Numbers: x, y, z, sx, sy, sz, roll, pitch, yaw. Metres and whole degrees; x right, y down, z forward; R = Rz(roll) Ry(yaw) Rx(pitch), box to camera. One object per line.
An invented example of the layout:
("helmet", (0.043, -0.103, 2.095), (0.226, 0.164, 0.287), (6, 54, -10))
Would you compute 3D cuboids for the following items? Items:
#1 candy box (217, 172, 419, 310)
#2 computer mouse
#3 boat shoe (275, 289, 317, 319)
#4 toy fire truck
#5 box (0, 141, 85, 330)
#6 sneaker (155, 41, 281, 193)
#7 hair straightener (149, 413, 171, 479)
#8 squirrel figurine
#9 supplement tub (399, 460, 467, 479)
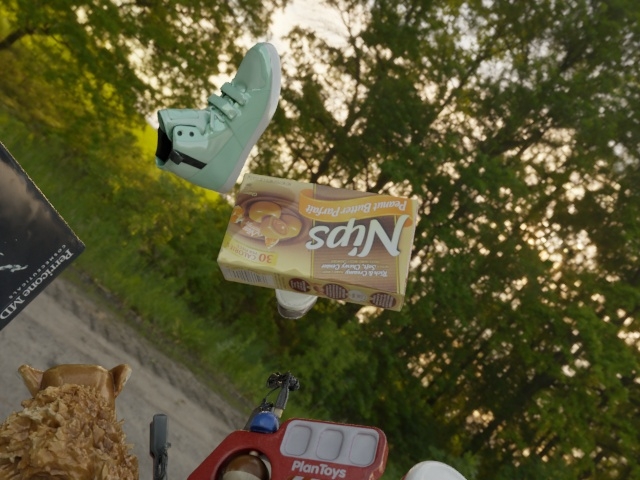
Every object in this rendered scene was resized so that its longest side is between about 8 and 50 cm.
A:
("candy box", (0.000, 0.000, 0.987), (0.317, 0.182, 0.087), (10, -25, 6))
("computer mouse", (-0.120, 0.418, 1.271), (0.060, 0.262, 0.184), (33, -28, -11))
("boat shoe", (-0.070, 0.154, 1.566), (0.117, 0.096, 0.324), (12, 15, -3))
("toy fire truck", (-0.064, 0.384, 0.853), (0.302, 0.254, 0.169), (-1, -49, 23))
("box", (-0.683, -0.003, 0.791), (0.297, 0.480, 0.471), (32, -24, 17))
("sneaker", (-0.163, -0.204, 0.876), (0.151, 0.255, 0.094), (14, 16, -45))
("hair straightener", (-0.395, 0.524, 1.372), (0.047, 0.089, 0.230), (14, 40, -20))
("squirrel figurine", (-0.375, 0.354, 0.883), (0.281, 0.397, 0.370), (8, 56, -26))
("supplement tub", (0.205, 0.626, 1.225), (0.191, 0.272, 0.191), (22, 33, -16))
